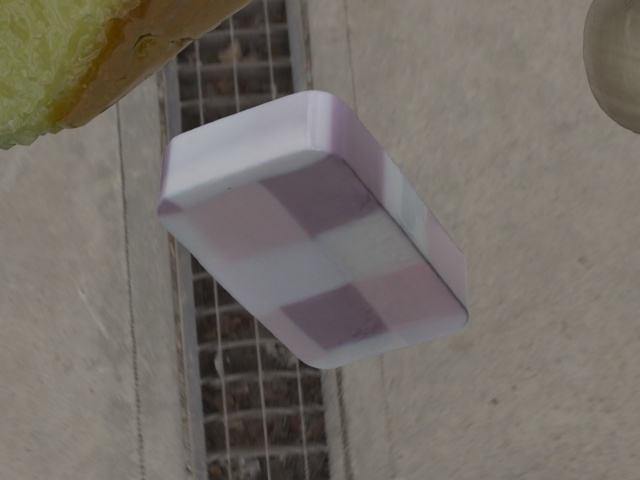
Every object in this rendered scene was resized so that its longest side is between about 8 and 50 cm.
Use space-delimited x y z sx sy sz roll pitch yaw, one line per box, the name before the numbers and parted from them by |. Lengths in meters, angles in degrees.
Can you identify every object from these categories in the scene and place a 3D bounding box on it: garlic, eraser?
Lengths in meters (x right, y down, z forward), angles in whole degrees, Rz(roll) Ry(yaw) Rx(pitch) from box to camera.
garlic | 0.231 -0.102 0.799 0.129 0.198 0.090 -21 111 -44
eraser | 0.000 0.000 0.473 0.065 0.105 0.026 -16 49 23

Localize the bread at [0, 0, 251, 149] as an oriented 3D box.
bread | -0.039 -0.222 0.593 0.361 0.245 0.233 -45 79 20
